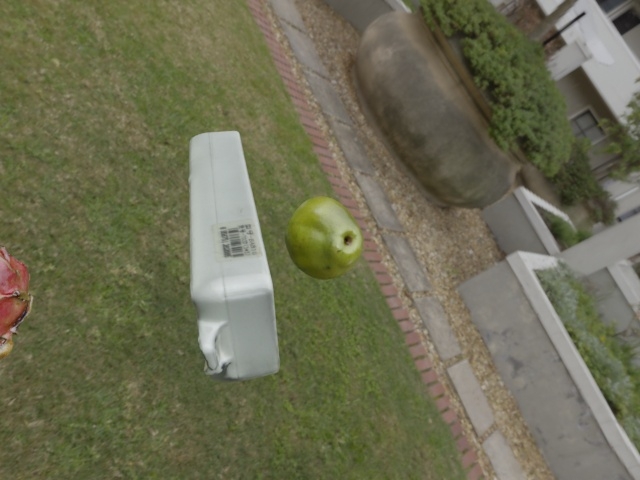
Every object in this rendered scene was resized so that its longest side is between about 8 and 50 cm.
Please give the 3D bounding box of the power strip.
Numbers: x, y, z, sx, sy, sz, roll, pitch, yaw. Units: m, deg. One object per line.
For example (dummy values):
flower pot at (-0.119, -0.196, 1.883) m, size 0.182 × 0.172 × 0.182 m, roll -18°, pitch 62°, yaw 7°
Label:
power strip at (-0.087, -0.011, 0.506) m, size 0.338 × 0.058 × 0.098 m, roll -112°, pitch -165°, yaw -55°

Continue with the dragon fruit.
dragon fruit at (-0.787, 0.176, 1.182) m, size 0.314 × 0.296 × 0.262 m, roll 91°, pitch -11°, yaw -57°

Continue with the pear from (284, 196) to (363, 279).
pear at (0.000, 0.000, 0.607) m, size 0.092 × 0.097 × 0.092 m, roll 2°, pitch 86°, yaw -26°
